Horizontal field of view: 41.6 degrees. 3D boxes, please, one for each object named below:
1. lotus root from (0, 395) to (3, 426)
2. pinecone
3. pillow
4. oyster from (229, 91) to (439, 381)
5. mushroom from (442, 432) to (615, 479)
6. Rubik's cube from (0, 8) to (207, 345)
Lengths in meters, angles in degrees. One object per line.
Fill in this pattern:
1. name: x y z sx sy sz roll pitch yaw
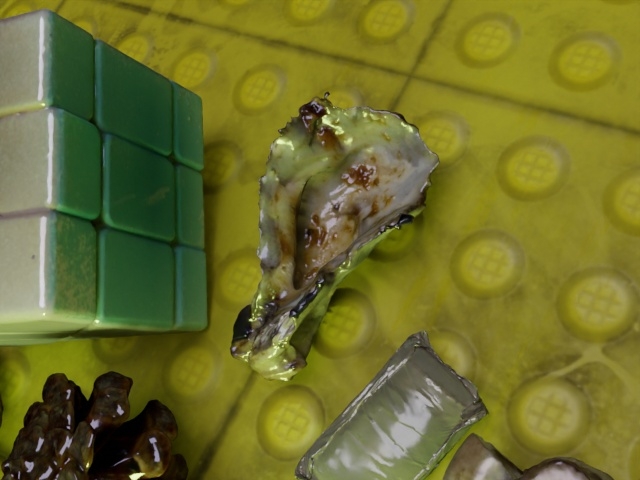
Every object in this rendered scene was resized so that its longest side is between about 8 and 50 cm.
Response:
1. lotus root: -0.474 0.201 1.100 0.110 0.097 0.258 -29 51 0
2. pinecone: -0.242 0.250 0.914 0.202 0.201 0.229 -29 55 13
3. pillow: 0.075 0.204 0.886 0.208 0.053 0.119 -47 62 -3
4. oyster: 0.007 0.003 0.965 0.198 0.133 0.337 18 77 27
5. mushroom: 0.207 0.282 0.712 0.254 0.195 0.189 10 74 30
6. Rubik's cube: -0.342 -0.042 0.988 0.319 0.322 0.316 -6 79 21
